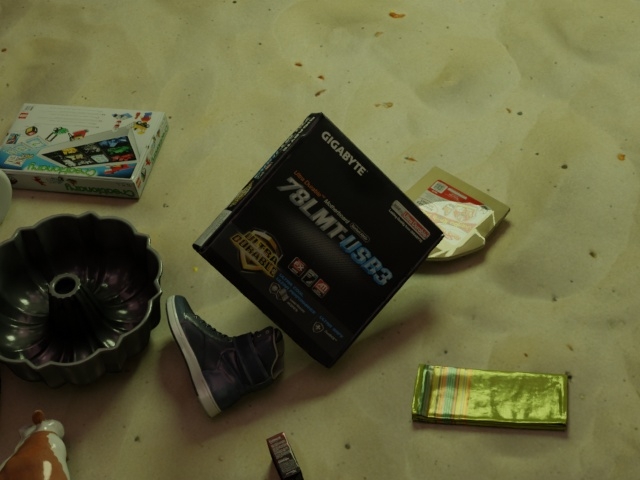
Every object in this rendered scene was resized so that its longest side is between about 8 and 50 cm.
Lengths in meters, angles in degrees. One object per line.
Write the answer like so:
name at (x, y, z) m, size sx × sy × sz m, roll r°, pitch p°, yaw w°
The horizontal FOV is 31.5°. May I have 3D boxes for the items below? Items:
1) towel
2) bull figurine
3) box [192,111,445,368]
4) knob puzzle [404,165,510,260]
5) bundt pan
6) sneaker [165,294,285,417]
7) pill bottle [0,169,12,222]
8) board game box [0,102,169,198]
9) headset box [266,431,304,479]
towel at (0.263, 0.242, 1.763) m, size 0.237 × 0.021 × 0.102 m, roll 2°, pitch 52°, yaw 11°
bull figurine at (-0.435, 0.400, 1.696) m, size 0.188 × 0.101 × 0.310 m, roll -29°, pitch 52°, yaw -10°
box at (0.000, 0.000, 1.803) m, size 0.293 × 0.295 × 0.073 m, roll -48°, pitch 18°, yaw -6°
knob puzzle at (0.208, -0.028, 1.989) m, size 0.213 × 0.030 × 0.213 m, roll -4°, pitch 51°, yaw 5°
bundt pan at (-0.416, 0.111, 1.910) m, size 0.331 × 0.124 × 0.330 m, roll -3°, pitch 51°, yaw 3°
sneaker at (-0.150, 0.158, 1.847) m, size 0.163 × 0.086 × 0.226 m, roll -28°, pitch 61°, yaw 0°
pill bottle at (-0.727, -0.127, 2.139) m, size 0.283 × 0.160 × 0.160 m, roll 33°, pitch 63°, yaw 30°
board game box at (-0.469, -0.179, 2.209) m, size 0.305 × 0.053 × 0.193 m, roll 5°, pitch 51°, yaw 14°
headset box at (-0.053, 0.335, 1.711) m, size 0.032 × 0.062 × 0.083 m, roll -22°, pitch 52°, yaw -10°
